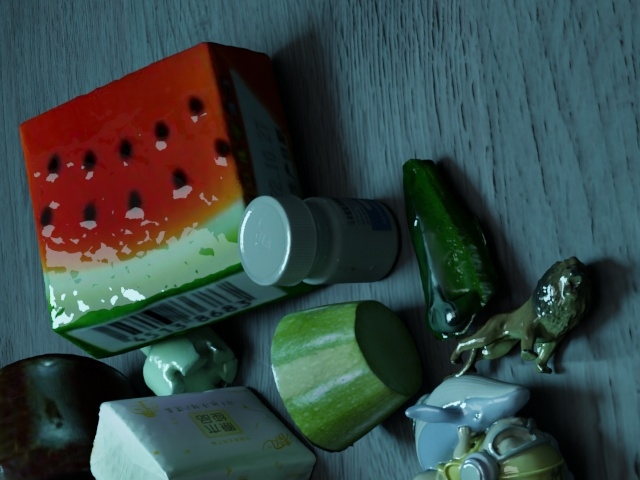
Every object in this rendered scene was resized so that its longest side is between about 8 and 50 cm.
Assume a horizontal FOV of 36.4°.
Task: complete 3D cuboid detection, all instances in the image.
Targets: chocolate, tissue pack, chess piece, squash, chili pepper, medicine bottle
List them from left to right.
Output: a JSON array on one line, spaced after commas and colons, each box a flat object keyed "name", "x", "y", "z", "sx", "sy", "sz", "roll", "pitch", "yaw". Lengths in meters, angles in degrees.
[{"name": "chocolate", "x": -0.401, "y": 0.338, "z": 1.472, "sx": 0.384, "sy": 0.383, "sz": 0.331, "roll": -53, "pitch": 50, "yaw": 36}, {"name": "chess piece", "x": -0.255, "y": 0.121, "z": 1.443, "sx": 0.299, "sy": 0.194, "sz": 0.195, "roll": 40, "pitch": 120, "yaw": 33}, {"name": "chocolate", "x": -0.212, "y": -0.053, "z": 1.283, "sx": 0.360, "sy": 0.161, "sz": 0.342, "roll": -19, "pitch": 73, "yaw": 18}, {"name": "tissue pack", "x": -0.155, "y": 0.285, "z": 1.266, "sx": 0.185, "sy": 0.225, "sz": 0.124, "roll": 38, "pitch": 118, "yaw": 44}, {"name": "medicine bottle", "x": 0.000, "y": 0.000, "z": 1.125, "sx": 0.105, "sy": 0.168, "sz": 0.105, "roll": 0, "pitch": 91, "yaw": 50}, {"name": "squash", "x": 0.032, "y": 0.141, "z": 1.102, "sx": 0.122, "sy": 0.170, "sz": 0.170, "roll": -31, "pitch": 65, "yaw": 31}, {"name": "chili pepper", "x": 0.127, "y": 0.010, "z": 1.053, "sx": 0.108, "sy": 0.062, "sz": 0.216, "roll": -46, "pitch": 49, "yaw": 50}]

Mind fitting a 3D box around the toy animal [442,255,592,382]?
[{"name": "toy animal", "x": 0.196, "y": 0.100, "z": 0.969, "sx": 0.219, "sy": 0.069, "sz": 0.086, "roll": -41, "pitch": 41, "yaw": 38}]

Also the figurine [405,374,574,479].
[{"name": "figurine", "x": 0.159, "y": 0.222, "z": 0.968, "sx": 0.184, "sy": 0.128, "sz": 0.209, "roll": 44, "pitch": 131, "yaw": 38}]
